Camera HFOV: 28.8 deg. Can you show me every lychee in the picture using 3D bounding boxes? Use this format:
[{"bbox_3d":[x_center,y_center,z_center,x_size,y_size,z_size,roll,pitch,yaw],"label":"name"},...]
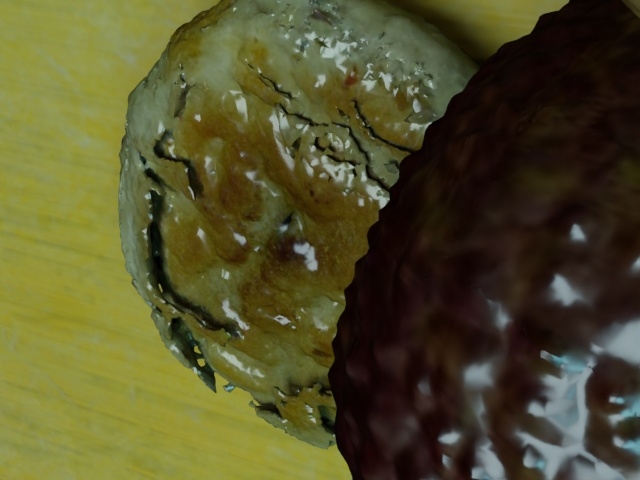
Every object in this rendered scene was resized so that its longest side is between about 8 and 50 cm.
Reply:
[{"bbox_3d":[0.134,0.035,0.429,0.260,0.260,0.261,15,121,26],"label":"lychee"}]

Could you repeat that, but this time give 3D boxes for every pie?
[{"bbox_3d":[0.000,0.000,0.623,0.274,0.055,0.274,19,128,26],"label":"pie"}]

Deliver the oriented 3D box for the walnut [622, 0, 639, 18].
[{"bbox_3d":[0.163,-0.181,0.265,0.306,0.306,0.344,-19,88,37],"label":"walnut"}]
